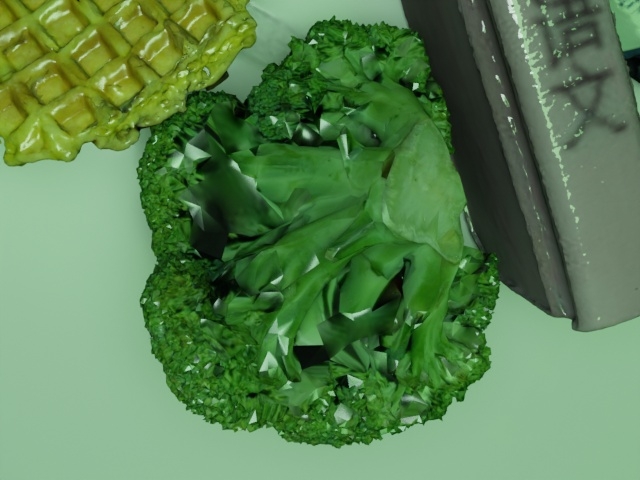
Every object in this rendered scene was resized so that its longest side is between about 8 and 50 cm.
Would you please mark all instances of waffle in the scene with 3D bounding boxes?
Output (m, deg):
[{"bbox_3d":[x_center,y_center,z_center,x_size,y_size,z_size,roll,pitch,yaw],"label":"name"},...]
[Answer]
[{"bbox_3d":[-0.187,-0.208,0.865,0.311,0.060,0.307,-8,70,3],"label":"waffle"}]

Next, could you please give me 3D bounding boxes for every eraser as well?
[{"bbox_3d":[0.198,-0.118,0.954,0.122,0.272,0.359,-21,107,-9],"label":"eraser"}]

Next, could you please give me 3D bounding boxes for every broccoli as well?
[{"bbox_3d":[0.006,0.006,0.919,0.413,0.309,0.321,-55,142,-30],"label":"broccoli"}]

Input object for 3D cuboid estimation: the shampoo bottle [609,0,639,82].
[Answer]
[{"bbox_3d":[0.284,-0.306,1.030,0.134,0.078,0.359,-39,107,2],"label":"shampoo bottle"}]
